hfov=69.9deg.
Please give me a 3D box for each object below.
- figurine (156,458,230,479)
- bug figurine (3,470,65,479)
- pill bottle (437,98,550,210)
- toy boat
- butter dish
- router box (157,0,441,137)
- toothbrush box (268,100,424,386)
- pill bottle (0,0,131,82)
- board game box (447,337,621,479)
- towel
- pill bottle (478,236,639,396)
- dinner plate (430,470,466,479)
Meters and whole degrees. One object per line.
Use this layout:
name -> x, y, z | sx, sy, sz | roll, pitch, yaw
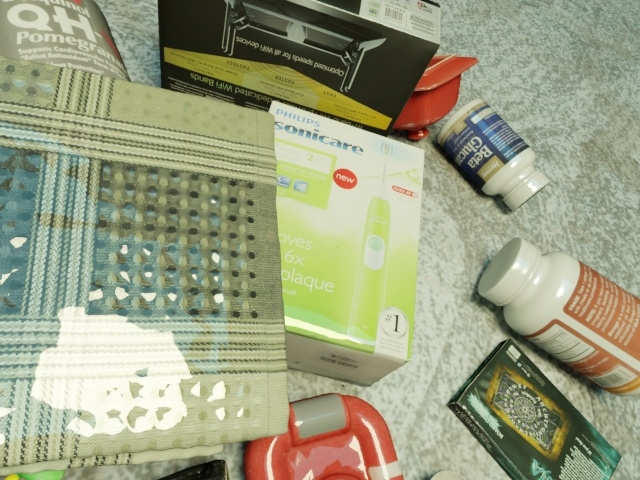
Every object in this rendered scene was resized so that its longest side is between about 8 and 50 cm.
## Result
figurine -> -0.164, 0.304, 0.347 | 0.209, 0.092, 0.215 | -7, 64, -12
bug figurine -> -0.238, 0.078, 0.399 | 0.216, 0.072, 0.279 | 49, 36, 3
pill bottle -> 0.272, -0.131, 0.717 | 0.094, 0.094, 0.169 | -30, 73, -29
toy boat -> 0.025, 0.245, 0.392 | 0.150, 0.151, 0.231 | -7, 64, -20
butter dish -> 0.147, -0.217, 0.721 | 0.159, 0.118, 0.160 | 15, 41, 39
router box -> -0.041, -0.221, 0.583 | 0.308, 0.243, 0.081 | 15, 58, -9
toothbrush box -> 0.000, 0.000, 0.542 | 0.206, 0.122, 0.283 | 17, 56, -7
pill bottle -> -0.315, -0.191, 0.518 | 0.176, 0.176, 0.319 | -18, 68, -25
board game box -> 0.257, 0.228, 0.548 | 0.126, 0.026, 0.186 | -34, 76, -30
towel -> -0.180, 0.010, 0.360 | 0.324, 0.056, 0.313 | 5, 68, -24
pill bottle -> 0.322, 0.091, 0.590 | 0.216, 0.121, 0.121 | 34, 57, 3
dinner plate -> 0.150, 0.297, 0.441 | 0.141, 0.017, 0.141 | 33, 33, -26
